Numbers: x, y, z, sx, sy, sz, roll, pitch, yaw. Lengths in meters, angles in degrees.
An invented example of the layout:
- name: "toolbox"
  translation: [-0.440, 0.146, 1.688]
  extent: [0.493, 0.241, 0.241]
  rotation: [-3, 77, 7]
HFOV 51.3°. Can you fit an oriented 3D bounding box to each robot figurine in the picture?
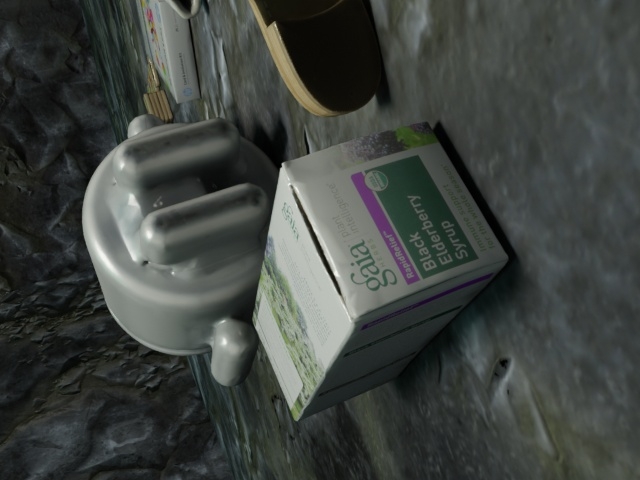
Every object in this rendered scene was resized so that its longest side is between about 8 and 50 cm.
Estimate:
- name: "robot figurine"
  translation: [-0.142, 0.011, 0.726]
  extent: [0.353, 0.200, 0.299]
  rotation: [118, 133, -66]

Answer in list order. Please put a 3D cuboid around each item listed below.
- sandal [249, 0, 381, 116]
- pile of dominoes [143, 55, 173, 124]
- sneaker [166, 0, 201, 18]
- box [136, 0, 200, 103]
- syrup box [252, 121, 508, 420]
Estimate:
- name: "sandal"
  translation: [-0.036, -0.190, 0.412]
  extent: [0.079, 0.088, 0.240]
  rotation: [7, 118, 64]
- name: "pile of dominoes"
  translation: [-0.328, -0.228, 1.323]
  extent: [0.251, 0.040, 0.195]
  rotation: [141, 111, -70]
- name: "sneaker"
  translation: [-0.149, -0.311, 0.691]
  extent: [0.083, 0.071, 0.190]
  rotation: [58, 166, 22]
- name: "box"
  translation: [-0.222, -0.301, 0.947]
  extent: [0.186, 0.038, 0.145]
  rotation: [-127, 26, -44]
- name: "syrup box"
  translation: [0.020, 0.036, 0.437]
  extent: [0.093, 0.096, 0.237]
  rotation: [64, 160, 21]
